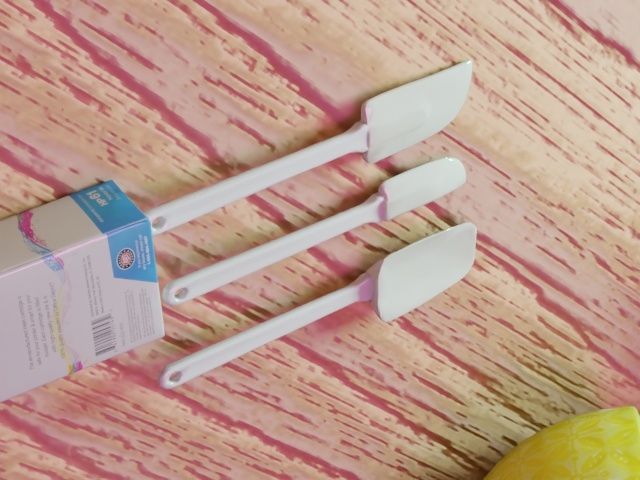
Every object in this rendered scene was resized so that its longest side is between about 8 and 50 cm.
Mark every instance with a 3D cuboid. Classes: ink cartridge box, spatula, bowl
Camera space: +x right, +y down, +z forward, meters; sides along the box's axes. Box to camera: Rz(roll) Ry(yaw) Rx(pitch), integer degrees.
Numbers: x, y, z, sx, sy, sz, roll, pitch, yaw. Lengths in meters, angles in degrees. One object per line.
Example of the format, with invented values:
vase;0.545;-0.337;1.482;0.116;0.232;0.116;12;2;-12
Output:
ink cartridge box;-0.156;0.031;1.049;0.122;0.052;0.088;-22;131;-23
spatula;0.000;0.000;1.150;0.242;0.019;0.168;-25;134;-27
bowl;0.151;0.264;1.327;0.156;0.289;0.289;-2;129;4
